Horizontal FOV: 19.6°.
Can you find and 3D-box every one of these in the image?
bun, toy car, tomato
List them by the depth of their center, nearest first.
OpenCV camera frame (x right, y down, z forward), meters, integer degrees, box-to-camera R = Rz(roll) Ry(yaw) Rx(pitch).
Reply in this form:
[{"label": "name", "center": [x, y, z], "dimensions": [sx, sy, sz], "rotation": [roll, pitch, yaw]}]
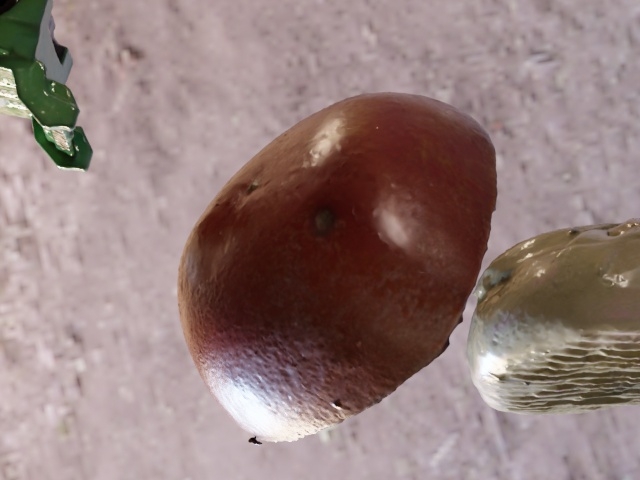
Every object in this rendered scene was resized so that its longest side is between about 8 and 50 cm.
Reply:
[{"label": "bun", "center": [0.198, 0.045, 1.267], "dimensions": [0.237, 0.210, 0.116], "rotation": [97, 166, -72]}, {"label": "tomato", "center": [-0.009, -0.002, 1.562], "dimensions": [0.338, 0.143, 0.338], "rotation": [-38, 30, 27]}, {"label": "toy car", "center": [-0.385, -0.203, 1.827], "dimensions": [0.213, 0.358, 0.176], "rotation": [99, -175, -75]}]
